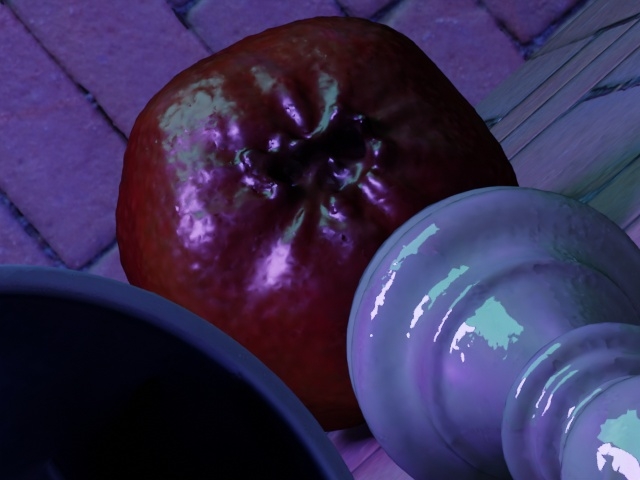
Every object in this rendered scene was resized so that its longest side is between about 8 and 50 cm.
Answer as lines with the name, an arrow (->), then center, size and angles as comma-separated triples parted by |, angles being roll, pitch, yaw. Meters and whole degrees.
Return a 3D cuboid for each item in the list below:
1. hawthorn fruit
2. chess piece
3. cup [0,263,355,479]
hawthorn fruit -> 0.000, 0.000, 1.304 | 0.265, 0.265, 0.307 | -41, -17, -10
chess piece -> 0.102, 0.067, 0.744 | 0.139, 0.139, 0.272 | -41, 17, -1
cup -> -0.146, 0.215, 0.745 | 0.257, 0.331, 0.311 | -4, -18, -31
